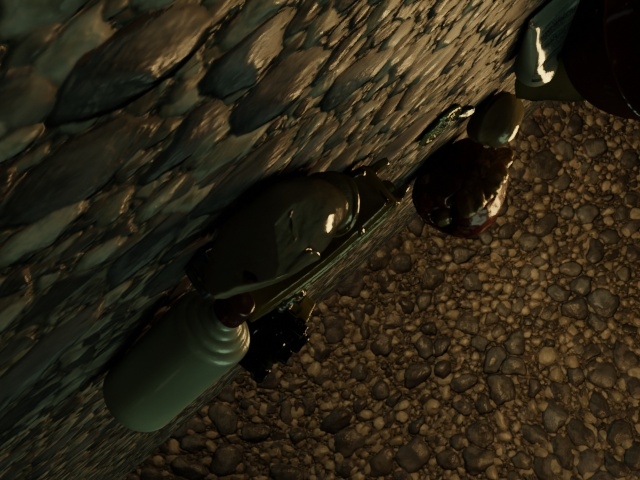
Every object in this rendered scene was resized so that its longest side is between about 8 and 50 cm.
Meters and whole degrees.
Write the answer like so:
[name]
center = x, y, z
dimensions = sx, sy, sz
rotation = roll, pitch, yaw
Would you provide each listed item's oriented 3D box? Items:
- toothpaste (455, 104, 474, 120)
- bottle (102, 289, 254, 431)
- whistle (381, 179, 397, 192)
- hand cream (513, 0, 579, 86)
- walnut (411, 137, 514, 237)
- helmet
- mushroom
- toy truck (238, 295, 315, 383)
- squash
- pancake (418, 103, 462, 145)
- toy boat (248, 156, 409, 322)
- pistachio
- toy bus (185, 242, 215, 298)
[toothpaste]
center = 0.278, -0.247, 1.586
dimensions = 0.027, 0.019, 0.083
rotation = -24, -175, 45
[bottle]
center = -0.162, 0.135, 0.981
dimensions = 0.245, 0.104, 0.104
rotation = -43, 175, 33
[whistle]
center = 0.088, -0.075, 1.547
dimensions = 0.109, 0.057, 0.046
rotation = -29, 124, -28
[hand cream]
center = 0.386, -0.350, 1.418
dimensions = 0.124, 0.077, 0.340
rotation = -42, 166, -1
[walnut]
center = 0.360, -0.142, 1.982
dimensions = 0.269, 0.222, 0.244
rotation = -56, -170, -30
[helmet]
center = 0.572, -0.362, 1.512
dimensions = 0.385, 0.337, 0.230
rotation = -23, -168, -26
[mushroom]
center = -0.030, -0.016, 0.876
dimensions = 0.247, 0.096, 0.108
rotation = -42, 140, -57
[toy truck]
center = -0.115, 0.211, 1.828
dimensions = 0.257, 0.127, 0.127
rotation = -47, -173, 45
[squash]
center = 0.494, -0.383, 1.689
dimensions = 0.192, 0.085, 0.184
rotation = 14, -109, 47
[pancake]
center = 0.216, -0.207, 1.473
dimensions = 0.108, 0.017, 0.108
rotation = -41, 170, -9
[toy boat]
center = 0.000, 0.000, 1.192
dimensions = 0.310, 0.089, 0.115
rotation = -43, 177, -1
[pistachio]
center = 0.388, -0.267, 1.799
dimensions = 0.149, 0.113, 0.113
rotation = -59, 180, -20
[toy bus]
center = -0.091, 0.018, 0.929
dimensions = 0.061, 0.051, 0.153
rotation = -39, 177, 33
